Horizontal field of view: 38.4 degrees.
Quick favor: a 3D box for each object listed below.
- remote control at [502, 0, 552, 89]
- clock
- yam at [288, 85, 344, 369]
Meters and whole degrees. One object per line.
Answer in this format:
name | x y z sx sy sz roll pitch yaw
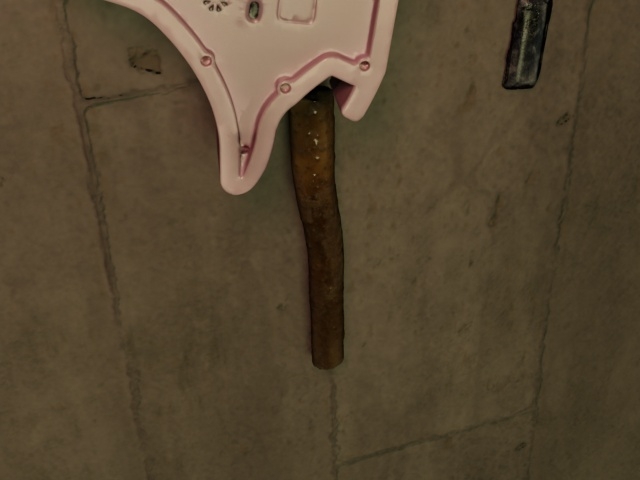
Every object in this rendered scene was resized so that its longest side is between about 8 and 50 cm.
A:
remote control | 0.202 -0.190 0.891 0.039 0.014 0.096 -7 123 -17
clock | -0.077 -0.181 0.716 0.275 0.080 0.290 -1 119 -11
yam | 0.000 0.000 0.917 0.045 0.045 0.327 0 125 5
